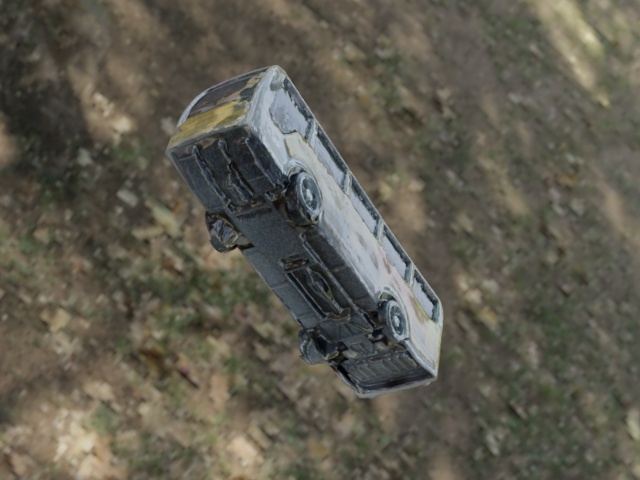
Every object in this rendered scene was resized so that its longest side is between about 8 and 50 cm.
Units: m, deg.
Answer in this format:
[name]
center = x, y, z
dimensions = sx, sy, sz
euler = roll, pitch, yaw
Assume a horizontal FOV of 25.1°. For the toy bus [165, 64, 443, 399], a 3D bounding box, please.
[toy bus]
center = 0.000, 0.000, 1.271
dimensions = 0.342, 0.097, 0.138
euler = 54, 33, -32
